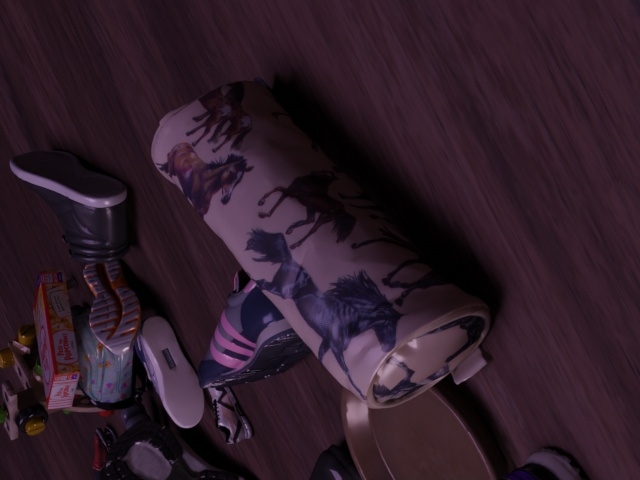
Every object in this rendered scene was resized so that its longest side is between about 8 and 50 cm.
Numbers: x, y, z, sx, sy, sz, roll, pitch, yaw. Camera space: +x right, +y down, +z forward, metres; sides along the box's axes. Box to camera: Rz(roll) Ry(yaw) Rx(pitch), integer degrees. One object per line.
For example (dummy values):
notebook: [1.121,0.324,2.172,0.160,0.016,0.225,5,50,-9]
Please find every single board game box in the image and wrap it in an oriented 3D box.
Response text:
board game box: [-0.448,0.169,1.937,0.146,0.045,0.193,118,142,-54]

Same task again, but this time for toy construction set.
toy construction set: [-0.543,0.268,2.167,0.257,0.237,0.309,59,149,10]

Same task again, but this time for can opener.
can opener: [-0.315,0.420,2.069,0.074,0.093,0.280,45,148,51]

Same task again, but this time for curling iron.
curling iron: [-0.450,0.465,2.365,0.068,0.035,0.274,51,147,22]

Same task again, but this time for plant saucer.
plant saucer: [0.124,0.256,1.328,0.278,0.041,0.277,35,138,39]

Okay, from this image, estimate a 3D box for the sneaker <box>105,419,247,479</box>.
sneaker: [-0.171,0.448,1.879,0.410,0.158,0.182,34,169,38]

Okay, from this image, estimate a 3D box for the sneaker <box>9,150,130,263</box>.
sneaker: [-0.411,-0.051,1.856,0.296,0.105,0.146,25,127,42]

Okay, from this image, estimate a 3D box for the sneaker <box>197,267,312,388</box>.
sneaker: [-0.087,0.109,1.505,0.319,0.112,0.131,-39,61,56]

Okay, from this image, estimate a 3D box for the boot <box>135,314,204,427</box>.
boot: [-0.247,0.216,1.852,0.190,0.069,0.086,70,155,9]

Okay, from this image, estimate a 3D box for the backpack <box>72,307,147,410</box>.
backpack: [-0.373,0.195,1.973,0.152,0.115,0.182,46,142,33]

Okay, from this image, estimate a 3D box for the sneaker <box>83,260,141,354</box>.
sneaker: [-0.331,0.115,1.862,0.215,0.084,0.083,-112,8,-50]

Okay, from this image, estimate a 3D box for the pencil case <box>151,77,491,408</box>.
pencil case: [0.000,0.000,1.219,0.410,0.184,0.160,47,117,26]

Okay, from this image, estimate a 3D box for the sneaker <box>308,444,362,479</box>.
sneaker: [-0.006,0.420,1.549,0.122,0.146,0.330,41,141,37]

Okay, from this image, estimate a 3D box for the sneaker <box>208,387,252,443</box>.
sneaker: [-0.147,0.261,1.745,0.109,0.044,0.040,57,151,16]

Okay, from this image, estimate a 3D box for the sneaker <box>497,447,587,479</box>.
sneaker: [0.242,0.366,1.122,0.293,0.146,0.102,59,149,10]
